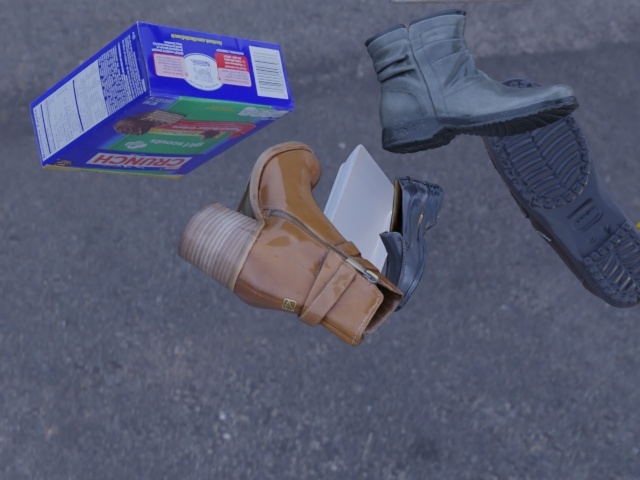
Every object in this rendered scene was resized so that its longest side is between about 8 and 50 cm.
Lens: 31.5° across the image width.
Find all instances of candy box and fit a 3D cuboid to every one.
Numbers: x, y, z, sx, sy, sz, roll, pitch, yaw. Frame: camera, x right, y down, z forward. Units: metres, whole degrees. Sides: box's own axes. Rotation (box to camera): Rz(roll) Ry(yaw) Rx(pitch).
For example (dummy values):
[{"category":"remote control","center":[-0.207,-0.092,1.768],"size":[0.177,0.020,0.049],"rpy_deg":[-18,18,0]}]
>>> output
[{"category":"candy box","center":[-0.246,-0.203,1.734],"size":[0.268,0.317,0.122],"rpy_deg":[0,74,-42]}]

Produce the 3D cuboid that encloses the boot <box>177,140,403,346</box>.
[{"category":"boot","center":[0.000,0.000,1.250],"size":[0.220,0.109,0.283],"rpy_deg":[28,26,11]}]

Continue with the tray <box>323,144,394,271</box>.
[{"category":"tray","center":[0.058,-0.032,1.637],"size":[0.030,0.270,0.145],"rpy_deg":[16,80,21]}]

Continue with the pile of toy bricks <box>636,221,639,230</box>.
[{"category":"pile of toy bricks","center":[0.573,0.063,1.769],"size":[0.118,0.212,0.105],"rpy_deg":[-15,31,39]}]

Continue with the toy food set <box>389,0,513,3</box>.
[{"category":"toy food set","center":[0.183,-0.420,1.485],"size":[0.219,0.306,0.092],"rpy_deg":[1,64,10]}]

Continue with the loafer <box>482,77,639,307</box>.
[{"category":"loafer","center":[0.334,-0.060,1.620],"size":[0.134,0.130,0.366],"rpy_deg":[-31,91,-8]}]

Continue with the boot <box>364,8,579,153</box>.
[{"category":"boot","center":[0.172,-0.201,1.341],"size":[0.246,0.161,0.083],"rpy_deg":[-8,-8,20]}]

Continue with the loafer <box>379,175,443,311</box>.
[{"category":"loafer","center":[0.098,0.003,1.406],"size":[0.061,0.062,0.170],"rpy_deg":[19,78,-21]}]
